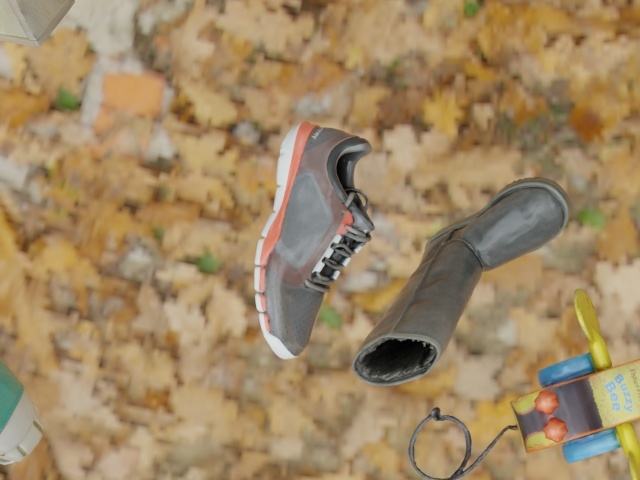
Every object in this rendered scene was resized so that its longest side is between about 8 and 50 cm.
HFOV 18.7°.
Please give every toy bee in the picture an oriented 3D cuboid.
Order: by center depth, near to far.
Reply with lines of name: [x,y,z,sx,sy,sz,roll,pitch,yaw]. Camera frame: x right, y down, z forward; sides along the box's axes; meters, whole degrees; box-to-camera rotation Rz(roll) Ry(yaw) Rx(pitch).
toy bee: [0.243,0.163,1.768,0.298,0.162,0.195,-39,83,-3]

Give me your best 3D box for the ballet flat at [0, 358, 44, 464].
ballet flat: [-0.281,0.153,1.671,0.087,0.083,0.247,32,164,-9]

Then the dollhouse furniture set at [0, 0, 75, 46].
dollhouse furniture set: [-0.178,-0.266,1.212,0.212,0.242,0.161,12,144,30]

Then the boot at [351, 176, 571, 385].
boot: [0.133,0.038,1.826,0.189,0.208,0.076,-35,96,37]

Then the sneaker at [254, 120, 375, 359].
sneaker: [0.000,0.000,1.257,0.065,0.158,0.061,5,173,20]
